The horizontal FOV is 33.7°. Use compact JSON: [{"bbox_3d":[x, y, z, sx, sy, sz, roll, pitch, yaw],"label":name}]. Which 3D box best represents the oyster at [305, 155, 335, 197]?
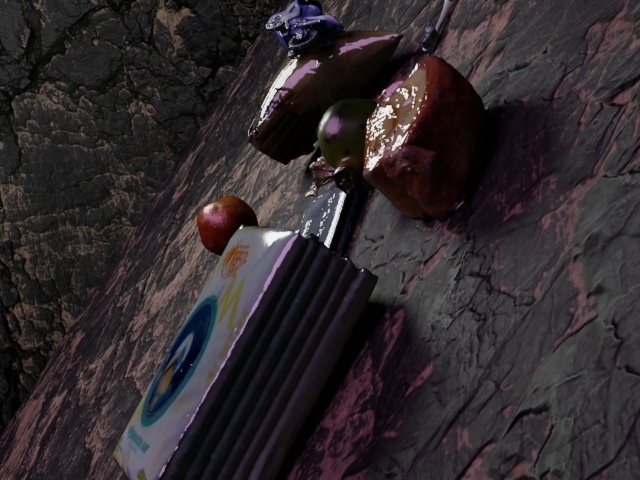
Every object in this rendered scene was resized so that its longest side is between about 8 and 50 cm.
[{"bbox_3d":[0.031,-0.130,1.766,0.105,0.056,0.177,-31,-3,-27],"label":"oyster"}]

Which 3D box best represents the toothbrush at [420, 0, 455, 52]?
[{"bbox_3d":[0.242,-0.451,1.883,0.030,0.030,0.304,-27,31,59],"label":"toothbrush"}]

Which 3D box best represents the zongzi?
[{"bbox_3d":[0.008,-0.276,2.002,0.289,0.154,0.317,-60,21,-6],"label":"zongzi"}]

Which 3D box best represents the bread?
[{"bbox_3d":[0.136,-0.131,1.399,0.190,0.123,0.244,-48,19,22],"label":"bread"}]

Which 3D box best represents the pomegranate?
[{"bbox_3d":[0.064,-0.148,1.592,0.122,0.143,0.169,-50,8,19],"label":"pomegranate"}]

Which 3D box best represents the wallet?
[{"bbox_3d":[-0.002,-0.001,1.692,0.167,0.036,0.222,-36,26,49],"label":"wallet"}]

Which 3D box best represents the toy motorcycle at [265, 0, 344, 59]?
[{"bbox_3d":[-0.033,-0.410,2.012,0.114,0.076,0.205,-33,33,-4],"label":"toy motorcycle"}]

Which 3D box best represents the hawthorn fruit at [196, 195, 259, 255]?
[{"bbox_3d":[-0.182,-0.020,2.103,0.125,0.125,0.140,-49,47,24],"label":"hawthorn fruit"}]

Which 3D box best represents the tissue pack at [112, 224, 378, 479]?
[{"bbox_3d":[-0.110,0.177,1.421,0.388,0.162,0.287,-61,19,-8],"label":"tissue pack"}]
